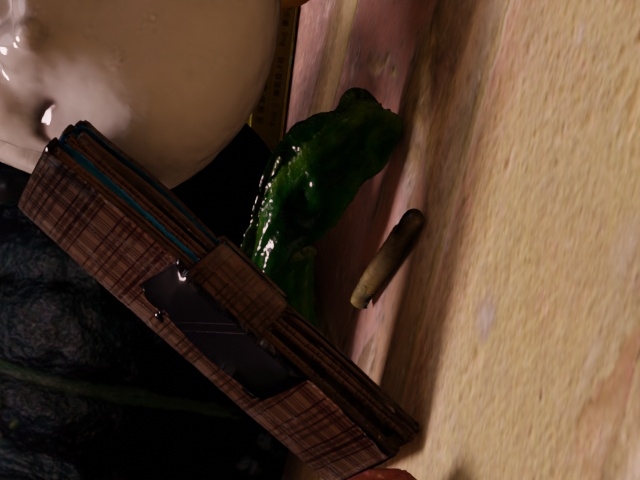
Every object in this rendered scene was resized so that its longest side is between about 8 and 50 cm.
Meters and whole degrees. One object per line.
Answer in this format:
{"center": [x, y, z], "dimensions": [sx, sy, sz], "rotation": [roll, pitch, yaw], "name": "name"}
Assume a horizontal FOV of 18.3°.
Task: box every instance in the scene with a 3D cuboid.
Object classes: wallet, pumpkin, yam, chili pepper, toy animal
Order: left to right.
{"center": [-0.134, -0.146, 1.083], "dimensions": [0.265, 0.206, 0.272], "rotation": [37, 109, 27], "name": "toy animal"}
{"center": [-0.149, 0.072, 1.289], "dimensions": [0.363, 0.266, 0.363], "rotation": [-172, 90, -82], "name": "pumpkin"}
{"center": [-0.055, 0.036, 1.011], "dimensions": [0.042, 0.230, 0.124], "rotation": [-46, 1, -19], "name": "wallet"}
{"center": [-0.006, 0.001, 1.120], "dimensions": [0.050, 0.073, 0.182], "rotation": [-117, 39, -67], "name": "chili pepper"}
{"center": [0.035, 0.010, 1.064], "dimensions": [0.107, 0.014, 0.014], "rotation": [120, 156, -59], "name": "yam"}

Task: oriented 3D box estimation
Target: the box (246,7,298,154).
{"center": [-0.045, -0.144, 1.529], "dimensions": [0.121, 0.030, 0.193], "rotation": [136, 141, -70], "name": "box"}

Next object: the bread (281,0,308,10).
{"center": [-0.001, -0.243, 1.096], "dimensions": [0.143, 0.139, 0.229], "rotation": [60, 158, 30], "name": "bread"}

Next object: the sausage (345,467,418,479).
{"center": [0.023, 0.139, 0.910], "dimensions": [0.094, 0.059, 0.054], "rotation": [107, 179, -51], "name": "sausage"}
